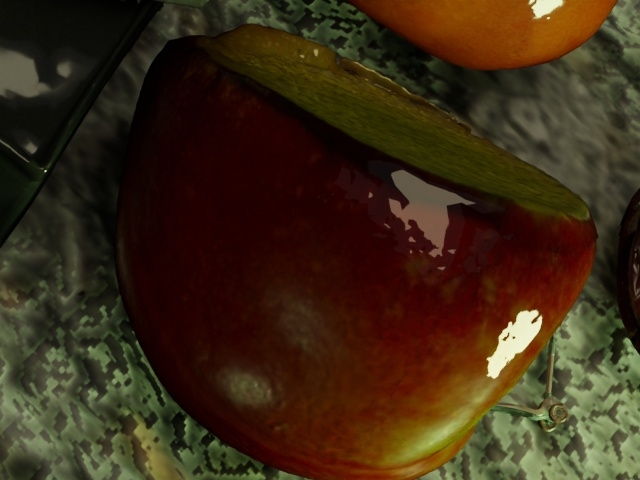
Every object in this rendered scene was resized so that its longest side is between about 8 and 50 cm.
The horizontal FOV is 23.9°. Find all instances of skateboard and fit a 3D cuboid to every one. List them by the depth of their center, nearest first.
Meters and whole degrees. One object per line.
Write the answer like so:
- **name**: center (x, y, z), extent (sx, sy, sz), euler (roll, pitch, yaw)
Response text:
- **skateboard**: center (0.135, 0.078, 1.000), extent (0.064, 0.032, 0.083), euler (13, 69, -5)

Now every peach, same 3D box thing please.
- **peach**: center (0.000, 0.000, 0.858), extent (0.275, 0.248, 0.245), euler (39, 81, 11)

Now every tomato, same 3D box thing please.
- **tomato**: center (0.096, -0.234, 1.015), extent (0.260, 0.180, 0.259), euler (9, 68, -21)

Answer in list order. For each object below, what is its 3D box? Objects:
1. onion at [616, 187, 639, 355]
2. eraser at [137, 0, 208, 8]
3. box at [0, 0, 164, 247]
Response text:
- **onion**: center (0.291, 0.024, 1.022), extent (0.147, 0.184, 0.184), euler (21, 55, -61)
- **eraser**: center (-0.107, -0.195, 0.773), extent (0.104, 0.023, 0.150), euler (6, 69, -25)
- **box**: center (-0.251, -0.187, 0.834), extent (0.345, 0.204, 0.251), euler (35, 61, -11)
